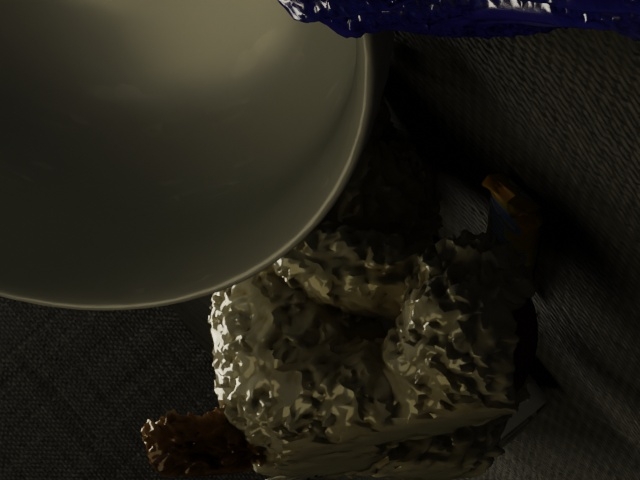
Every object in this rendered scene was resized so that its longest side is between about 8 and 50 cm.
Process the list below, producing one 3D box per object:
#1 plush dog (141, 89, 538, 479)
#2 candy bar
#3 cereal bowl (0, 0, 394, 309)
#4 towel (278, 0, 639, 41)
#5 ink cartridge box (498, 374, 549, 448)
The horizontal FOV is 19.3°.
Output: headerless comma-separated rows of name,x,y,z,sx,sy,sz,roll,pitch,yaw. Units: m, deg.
plush dog,0.002,0.010,1.034,0.262,0.211,0.225,85,179,-73
candy bar,0.102,0.001,1.019,0.040,0.018,0.161,47,171,14
cereal bowl,-0.121,-0.135,0.859,0.339,0.141,0.339,11,132,12
towel,0.033,-0.137,0.486,0.227,0.076,0.308,51,161,-23
ink cartridge box,0.000,0.000,1.329,0.330,0.071,0.324,54,171,-4
